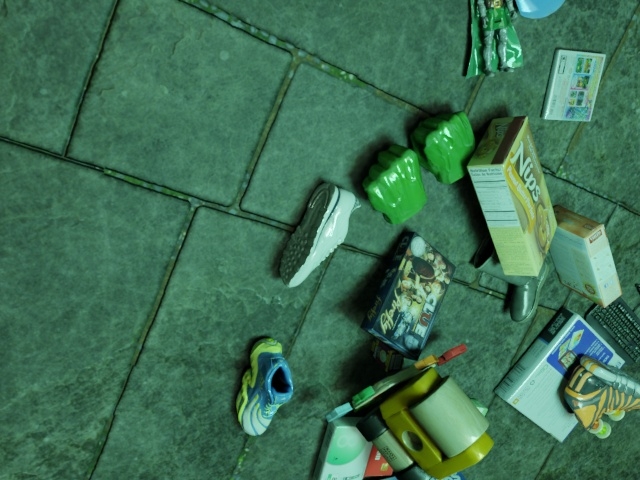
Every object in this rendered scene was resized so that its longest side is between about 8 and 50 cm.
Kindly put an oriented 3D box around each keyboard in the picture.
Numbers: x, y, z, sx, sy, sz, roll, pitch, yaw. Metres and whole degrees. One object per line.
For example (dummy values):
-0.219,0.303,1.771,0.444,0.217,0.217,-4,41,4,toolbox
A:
0.897,0.226,1.936,0.317,0.033,0.201,39,91,-33,keyboard

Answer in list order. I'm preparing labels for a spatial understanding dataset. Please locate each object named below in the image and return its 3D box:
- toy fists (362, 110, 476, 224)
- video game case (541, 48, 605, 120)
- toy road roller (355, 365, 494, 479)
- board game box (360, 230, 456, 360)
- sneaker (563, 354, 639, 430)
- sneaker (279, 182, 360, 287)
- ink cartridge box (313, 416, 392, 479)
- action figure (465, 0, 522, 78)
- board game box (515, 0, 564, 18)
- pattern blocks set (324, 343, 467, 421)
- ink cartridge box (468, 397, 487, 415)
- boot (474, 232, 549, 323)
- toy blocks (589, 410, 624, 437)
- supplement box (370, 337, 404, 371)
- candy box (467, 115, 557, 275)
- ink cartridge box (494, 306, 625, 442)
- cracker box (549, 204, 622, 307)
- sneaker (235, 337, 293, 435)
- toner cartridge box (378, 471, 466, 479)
0.208,-0.165,1.411,0.279,0.096,0.142,-37,134,-9,toy fists
0.586,-0.357,1.555,0.143,0.019,0.157,-3,111,-25,video game case
0.261,0.397,1.531,0.240,0.202,0.329,-33,169,-41,toy road roller
0.202,0.125,1.504,0.165,0.042,0.243,37,70,-32,board game box
0.791,0.445,1.863,0.321,0.124,0.180,25,101,-22,sneaker
0.000,0.000,1.387,0.095,0.090,0.235,24,101,-41,sneaker
0.108,0.526,1.661,0.224,0.056,0.181,8,107,-21,ink cartridge box
0.357,-0.460,1.382,0.137,0.063,0.232,-18,113,-15,action figure
0.447,-0.552,1.402,0.133,0.033,0.169,-34,116,-4,board game box
0.170,0.325,1.538,0.325,0.026,0.285,-6,151,-50,pattern blocks set
0.304,0.480,1.745,0.235,0.056,0.171,18,103,-32,ink cartridge box
0.458,0.094,1.646,0.208,0.076,0.189,20,87,-37,boot
0.833,0.517,2.010,0.148,0.054,0.123,36,92,-32,toy blocks
0.158,0.262,1.566,0.043,0.083,0.055,1,110,-26,supplement box
0.436,-0.095,1.500,0.183,0.087,0.316,-56,131,-37,candy box
0.674,0.379,1.873,0.307,0.072,0.303,38,90,-35,ink cartridge box
0.646,0.038,1.664,0.067,0.156,0.232,-35,122,-9,cracker box
-0.119,0.337,1.440,0.091,0.126,0.240,-2,111,-25,sneaker
0.204,0.695,1.755,0.348,0.075,0.165,-4,123,-24,toner cartridge box
